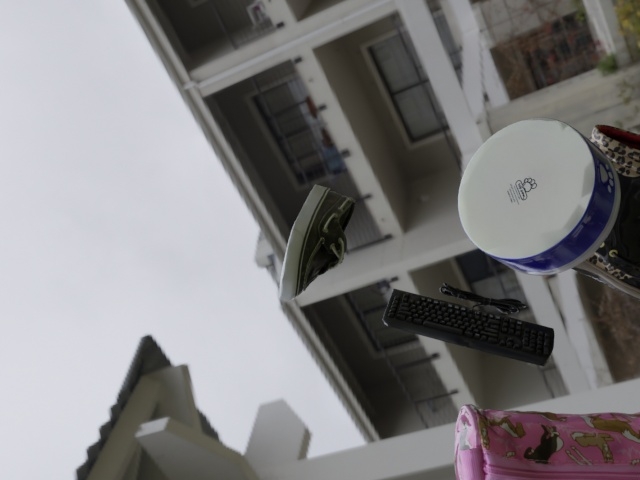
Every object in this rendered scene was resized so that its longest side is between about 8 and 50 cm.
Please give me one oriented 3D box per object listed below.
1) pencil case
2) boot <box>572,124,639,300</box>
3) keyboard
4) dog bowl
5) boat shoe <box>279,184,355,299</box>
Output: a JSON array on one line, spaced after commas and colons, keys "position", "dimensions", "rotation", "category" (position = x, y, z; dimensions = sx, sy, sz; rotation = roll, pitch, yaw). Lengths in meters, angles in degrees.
[{"position": [0.366, 0.296, 1.061], "dimensions": [0.160, 0.386, 0.167], "rotation": [-89, 1, -47], "category": "pencil case"}, {"position": [0.641, -0.043, 1.581], "dimensions": [0.138, 0.377, 0.284], "rotation": [-45, -24, -59], "category": "boot"}, {"position": [0.290, 0.144, 1.544], "dimensions": [0.201, 0.317, 0.033], "rotation": [-59, -20, -60], "category": "keyboard"}, {"position": [0.380, -0.077, 1.410], "dimensions": [0.104, 0.265, 0.265], "rotation": [23, -130, -45], "category": "dog bowl"}, {"position": [0.000, 0.000, 1.034], "dimensions": [0.219, 0.070, 0.078], "rotation": [-69, -8, -51], "category": "boat shoe"}]
